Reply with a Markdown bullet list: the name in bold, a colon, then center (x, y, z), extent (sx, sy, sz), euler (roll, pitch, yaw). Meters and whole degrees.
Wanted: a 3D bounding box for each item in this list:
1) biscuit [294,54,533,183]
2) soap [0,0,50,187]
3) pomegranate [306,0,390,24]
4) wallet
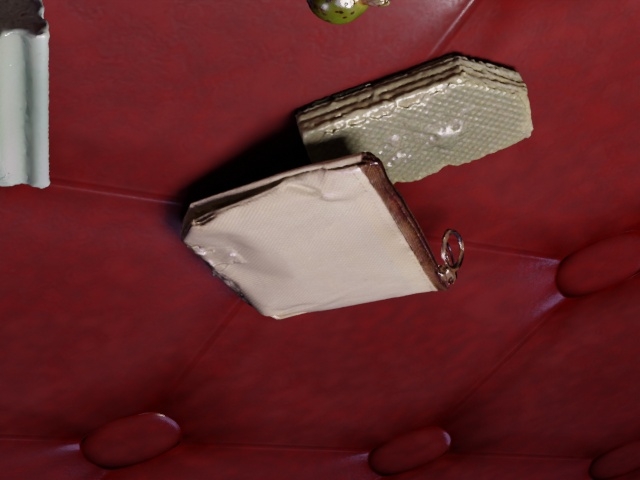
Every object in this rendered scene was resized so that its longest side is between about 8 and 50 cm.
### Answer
- **biscuit**: center (0.108, -0.123, 1.454), extent (0.252, 0.052, 0.150), euler (-19, 145, 0)
- **soap**: center (-0.279, -0.147, 1.184), extent (0.063, 0.114, 0.198), euler (-7, 142, -16)
- **pomegranate**: center (0.022, -0.232, 1.234), extent (0.073, 0.084, 0.073), euler (-17, 138, -16)
- **wallet**: center (0.002, 0.002, 1.523), extent (0.275, 0.068, 0.335), euler (-16, 150, 15)
